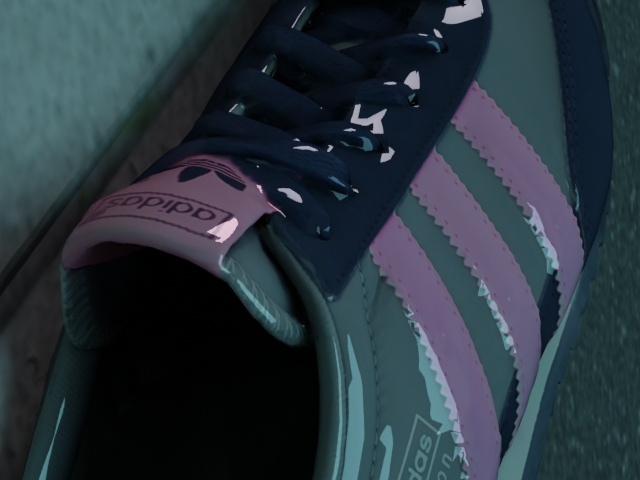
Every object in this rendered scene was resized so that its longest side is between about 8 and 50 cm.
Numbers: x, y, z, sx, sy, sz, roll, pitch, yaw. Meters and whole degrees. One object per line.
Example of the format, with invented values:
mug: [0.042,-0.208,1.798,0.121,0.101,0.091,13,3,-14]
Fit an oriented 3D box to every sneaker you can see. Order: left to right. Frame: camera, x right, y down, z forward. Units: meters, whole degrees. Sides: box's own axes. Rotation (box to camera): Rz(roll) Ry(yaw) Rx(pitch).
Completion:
sneaker: [0.000,0.000,0.418,0.131,0.112,0.319,55,38,-48]
